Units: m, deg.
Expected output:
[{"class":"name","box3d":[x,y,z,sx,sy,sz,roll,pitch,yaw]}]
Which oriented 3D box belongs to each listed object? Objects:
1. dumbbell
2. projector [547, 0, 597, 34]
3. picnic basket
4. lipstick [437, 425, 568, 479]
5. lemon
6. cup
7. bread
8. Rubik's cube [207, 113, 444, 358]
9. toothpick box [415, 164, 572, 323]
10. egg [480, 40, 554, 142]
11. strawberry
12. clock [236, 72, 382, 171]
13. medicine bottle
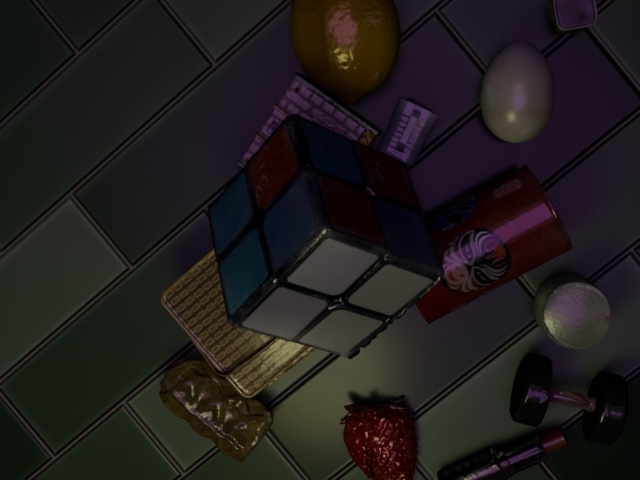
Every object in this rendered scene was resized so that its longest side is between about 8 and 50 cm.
[{"class":"dumbbell","box3d":[0.527,0.337,1.881,0.218,0.152,0.153,14,97,4]},{"class":"projector","box3d":[0.521,-0.475,1.830,0.083,0.082,0.083,-9,95,7]},{"class":"picnic basket","box3d":[-0.156,0.159,1.907,0.228,0.175,0.313,-39,92,14]},{"class":"lipstick","box3d":[0.401,0.488,1.945,0.299,0.081,0.081,-25,93,8]},{"class":"lemon","box3d":[0.050,-0.432,1.811,0.235,0.236,0.263,-28,115,8]},{"class":"cup","box3d":[0.186,-0.232,1.868,0.095,0.128,0.130,24,100,1]},{"class":"bread","box3d":[-0.237,0.371,1.973,0.267,0.130,0.152,38,107,1]},{"class":"Rubik's cube","box3d":[0.000,0.000,1.724,0.313,0.318,0.316,19,129,-35]},{"class":"toothpick box","box3d":[0.326,0.009,1.842,0.333,0.204,0.204,-28,93,7]},{"class":"egg","box3d":[0.407,-0.307,1.826,0.151,0.151,0.209,1,91,6]},{"class":"strawberry","box3d":[0.129,0.471,1.960,0.174,0.098,0.228,-4,95,7]},{"class":"clock","box3d":[-0.030,-0.196,1.910,0.219,0.106,0.255,36,103,2]},{"class":"medicine bottle","box3d":[0.528,0.146,1.865,0.147,0.143,0.148,0,95,5]}]
